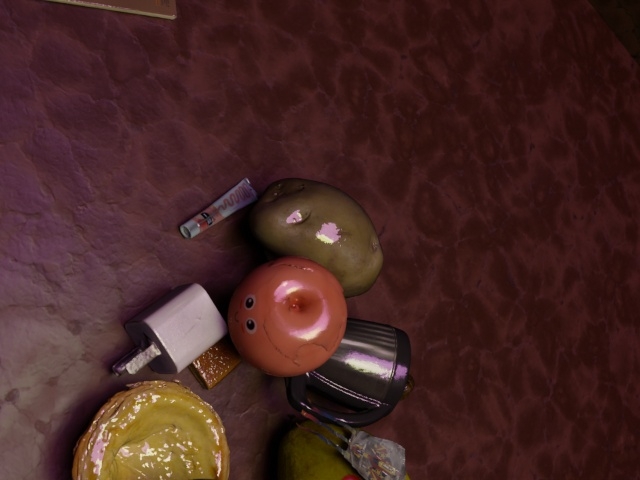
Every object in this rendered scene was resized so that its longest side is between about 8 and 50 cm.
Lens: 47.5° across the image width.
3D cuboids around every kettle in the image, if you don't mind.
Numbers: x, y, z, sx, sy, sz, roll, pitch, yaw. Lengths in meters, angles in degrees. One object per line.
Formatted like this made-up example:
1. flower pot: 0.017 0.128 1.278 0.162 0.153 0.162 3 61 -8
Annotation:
1. kettle: 0.028 0.274 1.578 0.271 0.207 0.250 20 72 -15

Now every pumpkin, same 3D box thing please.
1. pumpkin: 0.207 0.358 1.787 0.083 0.028 0.050 -41 104 -38

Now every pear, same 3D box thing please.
1. pear: 0.035 0.513 1.496 0.287 0.287 0.375 -18 62 -37

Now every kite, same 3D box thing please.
1. kite: 0.063 0.397 1.410 0.245 0.015 0.141 35 30 -4

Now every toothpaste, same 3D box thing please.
1. toothpaste: -0.214 -0.067 1.556 0.205 0.036 0.056 -39 103 -38

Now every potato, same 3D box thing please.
1. potato: 0.000 0.000 1.567 0.326 0.243 0.221 41 57 -22

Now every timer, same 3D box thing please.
1. timer: -0.063 0.146 1.401 0.230 0.215 0.229 6 71 -18

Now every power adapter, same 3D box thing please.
1. power adapter: -0.302 0.189 1.386 0.205 0.130 0.125 -38 105 -33

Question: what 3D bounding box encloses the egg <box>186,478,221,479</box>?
1. egg: -0.167 0.559 1.195 0.287 0.288 0.379 -51 119 -31

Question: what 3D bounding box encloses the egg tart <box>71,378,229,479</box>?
1. egg tart: -0.316 0.413 1.342 0.315 0.120 0.314 6 80 -35

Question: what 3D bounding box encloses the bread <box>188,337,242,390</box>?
1. bread: -0.221 0.244 1.492 0.094 0.035 0.090 -40 106 -34

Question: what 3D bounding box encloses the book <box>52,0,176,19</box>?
1. book: -0.449 -0.578 1.486 0.310 0.021 0.216 -3 84 -36
